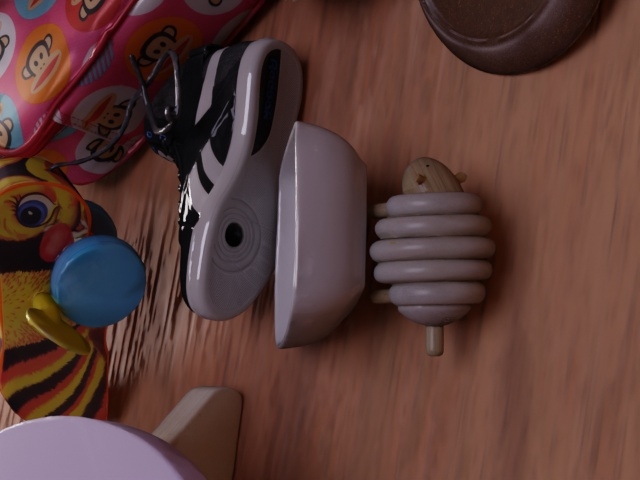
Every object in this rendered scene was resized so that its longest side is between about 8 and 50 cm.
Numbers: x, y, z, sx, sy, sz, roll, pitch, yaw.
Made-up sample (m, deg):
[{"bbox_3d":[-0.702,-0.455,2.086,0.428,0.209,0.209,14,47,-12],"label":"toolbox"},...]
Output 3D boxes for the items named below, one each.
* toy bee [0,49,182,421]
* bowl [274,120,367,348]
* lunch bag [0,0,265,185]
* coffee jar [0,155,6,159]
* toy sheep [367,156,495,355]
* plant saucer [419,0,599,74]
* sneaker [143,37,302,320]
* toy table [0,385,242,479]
[{"bbox_3d":[-0.219,0.001,1.216,0.195,0.162,0.298,5,90,64],"label":"toy bee"},{"bbox_3d":[0.000,0.000,1.118,0.053,0.142,0.142,4,74,-5],"label":"bowl"},{"bbox_3d":[-0.182,-0.220,1.322,0.293,0.120,0.258,-48,50,18],"label":"lunch bag"},{"bbox_3d":[-0.363,-0.069,1.446,0.184,0.079,0.096,18,90,40],"label":"coffee jar"},{"bbox_3d":[0.073,0.010,1.072,0.091,0.091,0.132,-6,89,38],"label":"toy sheep"},{"bbox_3d":[0.120,-0.196,1.094,0.168,0.029,0.168,3,94,44],"label":"plant saucer"},{"bbox_3d":[-0.086,-0.044,1.224,0.121,0.079,0.216,-1,70,42],"label":"sneaker"},{"bbox_3d":[-0.126,0.220,1.125,0.274,0.161,0.252,13,87,41],"label":"toy table"}]
